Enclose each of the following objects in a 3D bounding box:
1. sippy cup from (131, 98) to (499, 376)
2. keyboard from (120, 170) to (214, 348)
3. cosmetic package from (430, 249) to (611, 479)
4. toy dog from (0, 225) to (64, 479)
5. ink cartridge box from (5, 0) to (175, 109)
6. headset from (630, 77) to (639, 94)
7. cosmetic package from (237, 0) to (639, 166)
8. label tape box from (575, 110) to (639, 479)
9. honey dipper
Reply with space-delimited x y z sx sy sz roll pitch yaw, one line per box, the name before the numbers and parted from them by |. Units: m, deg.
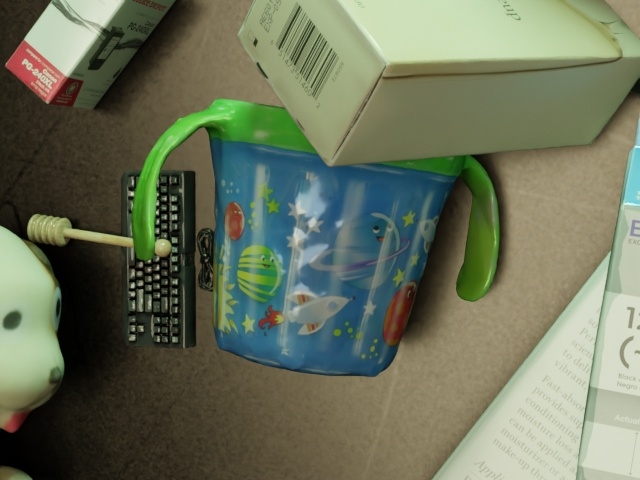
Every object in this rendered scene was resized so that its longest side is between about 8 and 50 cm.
sippy cup | 0.000 0.000 1.222 0.305 0.240 0.224 10 93 13
keyboard | -0.154 0.019 1.377 0.108 0.023 0.180 1 94 14
cosmetic package | 0.283 0.159 1.200 0.230 0.161 0.453 39 101 10
toy dog | -0.427 0.149 1.354 0.408 0.284 0.395 -36 66 12
ink cartridge box | -0.223 -0.208 1.338 0.063 0.109 0.150 42 102 10
headset | 0.375 -0.243 1.145 0.394 0.185 0.243 1 94 26
cosmetic package | 0.107 -0.159 1.122 0.160 0.309 0.113 55 134 28
label tape box | 0.344 0.048 1.040 0.249 0.115 0.347 9 96 14
honey dipper | -0.223 -0.001 1.380 0.161 0.030 0.030 9 95 20
